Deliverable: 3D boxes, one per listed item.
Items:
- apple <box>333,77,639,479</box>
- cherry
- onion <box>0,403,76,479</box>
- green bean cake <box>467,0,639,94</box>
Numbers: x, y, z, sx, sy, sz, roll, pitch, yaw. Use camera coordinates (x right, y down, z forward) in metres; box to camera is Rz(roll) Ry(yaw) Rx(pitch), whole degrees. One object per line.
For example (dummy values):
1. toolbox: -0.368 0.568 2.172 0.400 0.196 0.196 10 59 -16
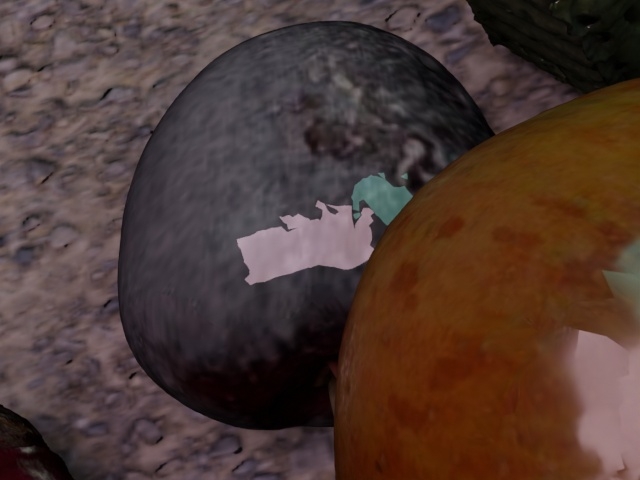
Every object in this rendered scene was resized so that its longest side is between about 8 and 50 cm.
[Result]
1. apple: 0.208 0.114 0.815 0.400 0.400 0.333 -56 29 -3
2. cherry: 0.000 0.000 1.020 0.255 0.218 0.296 -20 55 17
3. onion: -0.230 0.211 1.041 0.206 0.216 0.207 34 80 21
4. green bean cake: 0.195 -0.223 1.002 0.132 0.241 0.255 34 87 26
